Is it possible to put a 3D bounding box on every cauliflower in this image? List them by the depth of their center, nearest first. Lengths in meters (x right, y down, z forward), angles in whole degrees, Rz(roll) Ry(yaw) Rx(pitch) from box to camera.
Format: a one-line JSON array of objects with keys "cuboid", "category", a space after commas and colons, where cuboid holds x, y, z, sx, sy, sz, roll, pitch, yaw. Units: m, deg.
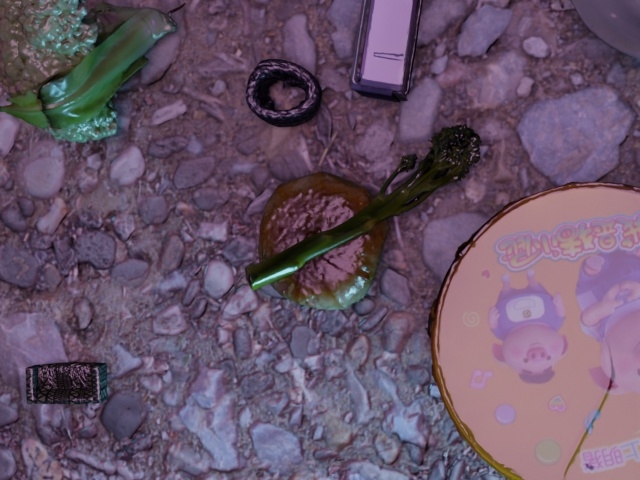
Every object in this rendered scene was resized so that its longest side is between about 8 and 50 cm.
[{"cuboid": [-0.340, -0.276, 1.752, 0.315, 0.239, 0.256, -28, 101, -25], "category": "cauliflower"}]

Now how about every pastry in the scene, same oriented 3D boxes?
[{"cuboid": [0.000, 0.000, 1.734, 0.182, 0.093, 0.192, 18, 94, 10], "category": "pastry"}]

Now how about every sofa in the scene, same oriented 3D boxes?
[{"cuboid": [-0.382, 0.215, 1.826, 0.118, 0.039, 0.060, -2, 90, 9], "category": "sofa"}]

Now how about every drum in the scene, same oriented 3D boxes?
[{"cuboid": [0.355, 0.127, 1.622, 0.431, 0.214, 0.431, 0, 92, 10], "category": "drum"}]

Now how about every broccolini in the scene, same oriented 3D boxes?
[{"cuboid": [0.056, -0.053, 1.663, 0.392, 0.074, 0.078, -28, 126, -18], "category": "broccolini"}]

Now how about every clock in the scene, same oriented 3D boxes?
[{"cuboid": [0.097, -0.294, 1.685, 0.073, 0.144, 0.193, 9, 92, 9], "category": "clock"}]

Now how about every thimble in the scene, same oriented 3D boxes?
[{"cuboid": [-0.053, -0.211, 1.751, 0.104, 0.066, 0.095, 31, 93, 6], "category": "thimble"}]

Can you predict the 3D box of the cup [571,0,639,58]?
[{"cuboid": [0.505, -0.390, 1.577, 0.347, 0.163, 0.347, -7, 80, 42], "category": "cup"}]
